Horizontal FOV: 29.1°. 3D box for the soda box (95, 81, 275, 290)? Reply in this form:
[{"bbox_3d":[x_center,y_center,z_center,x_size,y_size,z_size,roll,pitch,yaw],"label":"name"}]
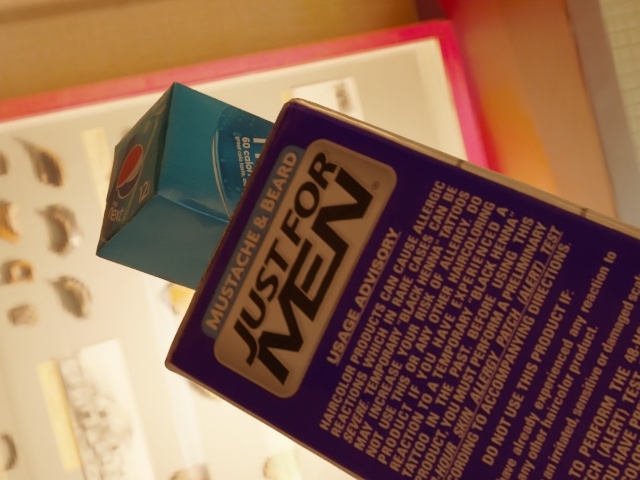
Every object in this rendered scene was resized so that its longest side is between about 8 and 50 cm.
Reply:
[{"bbox_3d":[0.000,0.000,0.621,0.071,0.210,0.067,-38,-140,48],"label":"soda box"}]

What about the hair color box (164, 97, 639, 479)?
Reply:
[{"bbox_3d":[0.139,0.077,0.381,0.339,0.185,0.110,27,-89,33],"label":"hair color box"}]
